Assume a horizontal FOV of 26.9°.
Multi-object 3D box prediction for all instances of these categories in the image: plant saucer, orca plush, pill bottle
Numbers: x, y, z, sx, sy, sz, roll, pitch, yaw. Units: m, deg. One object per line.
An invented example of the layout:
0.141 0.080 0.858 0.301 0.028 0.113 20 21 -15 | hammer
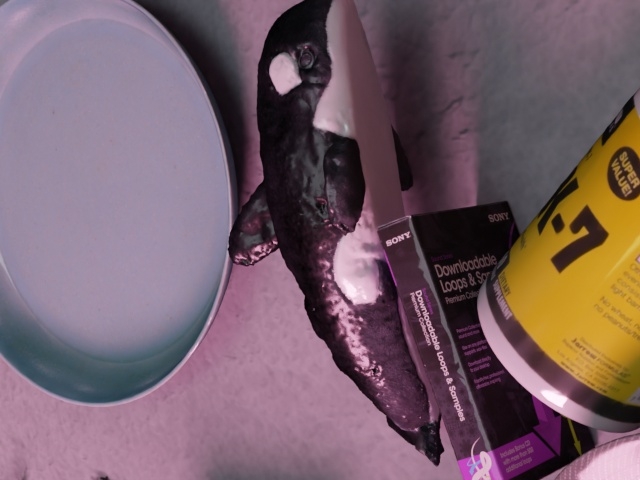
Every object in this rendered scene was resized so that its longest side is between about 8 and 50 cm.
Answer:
-0.175 -0.034 1.009 0.318 0.044 0.317 5 99 37 | plant saucer
0.000 0.000 0.813 0.102 0.151 0.287 -9 119 18 | orca plush
0.184 -0.010 0.690 0.119 0.119 0.208 48 121 22 | pill bottle

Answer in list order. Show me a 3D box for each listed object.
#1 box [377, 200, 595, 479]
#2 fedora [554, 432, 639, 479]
0.098 0.059 0.767 0.029 0.116 0.162 -25 81 35 | box
0.239 0.202 0.673 0.244 0.124 0.275 -12 97 40 | fedora
